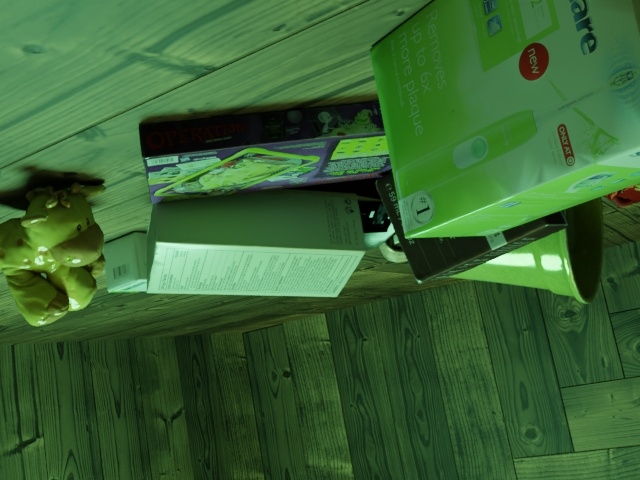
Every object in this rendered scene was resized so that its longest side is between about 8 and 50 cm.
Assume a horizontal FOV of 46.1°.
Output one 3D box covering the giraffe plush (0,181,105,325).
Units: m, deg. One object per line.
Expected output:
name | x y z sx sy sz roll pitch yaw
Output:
giraffe plush | -0.368 -0.006 1.044 0.171 0.181 0.210 -30 125 34

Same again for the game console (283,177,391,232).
game console | 0.000 0.000 1.330 0.213 0.043 0.361 -2 149 -12

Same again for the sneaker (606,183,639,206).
sneaker | 0.530 -0.113 1.264 0.118 0.107 0.279 -26 157 14

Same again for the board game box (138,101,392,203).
board game box | -0.055 -0.113 0.989 0.347 0.056 0.208 -8 165 -12

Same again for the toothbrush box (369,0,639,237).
toothbrush box | 0.188 -0.135 0.671 0.122 0.206 0.283 -1 167 -36

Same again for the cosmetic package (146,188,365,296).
cosmetic package | -0.104 0.004 1.154 0.310 0.113 0.160 4 148 -17

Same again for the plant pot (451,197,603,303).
plant pot | 0.333 -0.028 1.307 0.254 0.275 0.276 -4 174 32

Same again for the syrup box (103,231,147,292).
syrup box | -0.294 0.046 1.458 0.093 0.096 0.237 -18 166 34

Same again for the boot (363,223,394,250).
boot | 0.068 -0.036 1.449 0.115 0.112 0.305 -41 -174 -38

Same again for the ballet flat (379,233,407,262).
ballet flat | 0.284 -0.011 1.693 0.316 0.107 0.106 -13 155 11

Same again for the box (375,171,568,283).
box | 0.224 -0.054 1.103 0.203 0.168 0.167 -27 168 26
